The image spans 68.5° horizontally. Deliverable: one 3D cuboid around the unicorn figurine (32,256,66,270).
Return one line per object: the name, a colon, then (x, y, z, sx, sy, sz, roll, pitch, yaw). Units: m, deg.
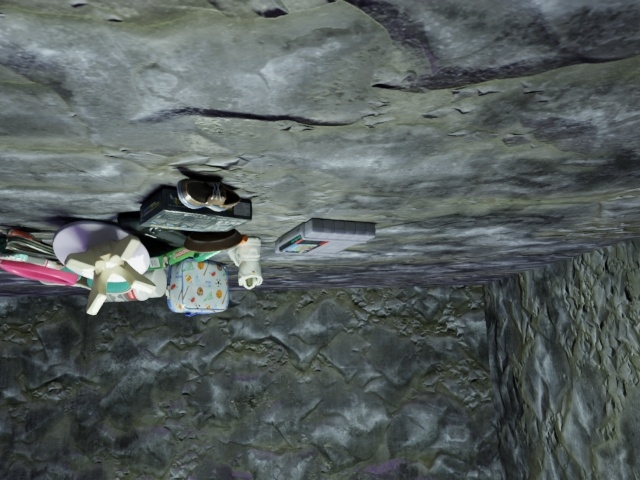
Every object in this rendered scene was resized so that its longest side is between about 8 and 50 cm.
unicorn figurine: (-1.057, 0.093, 1.857, 0.161, 0.060, 0.111, 9, 166, -44)

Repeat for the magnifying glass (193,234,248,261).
magnifying glass: (-0.349, 0.025, 1.638, 0.230, 0.026, 0.092, -19, -157, 28)

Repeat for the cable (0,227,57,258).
cable: (-0.819, 0.018, 1.432, 0.287, 0.072, 0.139, 12, 160, -18)

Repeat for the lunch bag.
lunch bag: (-0.530, 0.206, 2.030, 0.114, 0.243, 0.303, -9, 167, 31)

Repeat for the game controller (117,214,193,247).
game controller: (-0.459, -0.027, 1.412, 0.166, 0.067, 0.319, 10, 171, 14)

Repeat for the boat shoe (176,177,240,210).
boat shoe: (-0.242, -0.107, 1.040, 0.066, 0.066, 0.183, -11, 176, 20)

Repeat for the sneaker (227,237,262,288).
sneaker: (-0.282, 0.097, 1.731, 0.108, 0.169, 0.292, 0, 169, -18)

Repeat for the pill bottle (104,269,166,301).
pill bottle: (-0.855, 0.192, 2.111, 0.283, 0.161, 0.161, -3, 168, 7)

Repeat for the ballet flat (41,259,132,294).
ballet flat: (-0.971, 0.142, 1.982, 0.399, 0.139, 0.139, 6, 168, -3)

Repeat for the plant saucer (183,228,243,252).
plant saucer: (-0.308, -0.010, 1.347, 0.168, 0.029, 0.168, -3, -159, 1)

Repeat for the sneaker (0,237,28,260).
sneaker: (-0.981, 0.024, 1.489, 0.166, 0.076, 0.065, 3, 171, 31)

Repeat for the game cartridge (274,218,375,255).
game cartridge: (0.000, 0.000, 1.583, 0.230, 0.068, 0.355, -1, 169, -24)

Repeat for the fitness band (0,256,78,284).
fitness band: (-1.072, 0.113, 1.777, 0.290, 0.054, 0.209, 12, 158, 0)

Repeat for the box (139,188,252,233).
box: (-0.317, -0.069, 1.196, 0.232, 0.059, 0.183, 6, 166, -36)

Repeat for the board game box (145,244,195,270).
board game box: (-0.618, 0.062, 1.620, 0.317, 0.046, 0.213, -6, -168, 18)

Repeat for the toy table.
toy table: (-0.609, 0.066, 1.340, 0.274, 0.252, 0.161, 14, -162, -39)
